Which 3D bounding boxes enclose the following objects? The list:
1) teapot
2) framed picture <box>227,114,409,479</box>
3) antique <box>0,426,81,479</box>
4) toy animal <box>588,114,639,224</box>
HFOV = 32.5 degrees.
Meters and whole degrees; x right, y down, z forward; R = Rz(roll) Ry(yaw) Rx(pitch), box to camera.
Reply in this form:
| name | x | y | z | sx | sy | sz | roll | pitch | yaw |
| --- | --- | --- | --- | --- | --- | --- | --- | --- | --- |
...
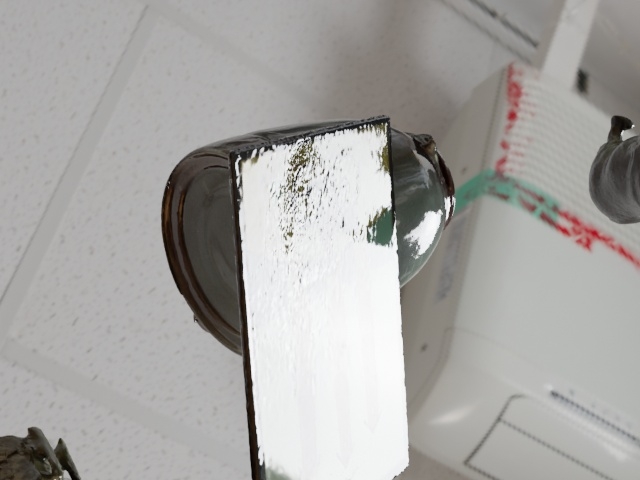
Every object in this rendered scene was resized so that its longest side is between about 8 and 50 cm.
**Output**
| name | x | y | z | sx | sy | sz | roll | pitch | yaw |
| --- | --- | --- | --- | --- | --- | --- | --- | --- | --- |
| teapot | 0.000 | 0.000 | 1.248 | 0.312 | 0.315 | 0.233 | -20 | -115 | -39 |
| framed picture | 0.008 | 0.073 | 0.873 | 0.244 | 0.013 | 0.324 | -22 | -69 | -57 |
| antique | -0.369 | 0.283 | 1.055 | 0.284 | 0.125 | 0.150 | -18 | -138 | -20 |
| toy animal | 0.416 | -0.083 | 1.307 | 0.106 | 0.343 | 0.168 | 18 | -82 | -7 |
